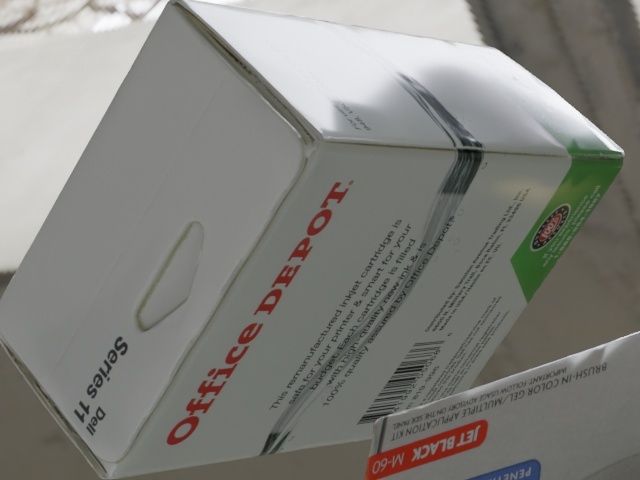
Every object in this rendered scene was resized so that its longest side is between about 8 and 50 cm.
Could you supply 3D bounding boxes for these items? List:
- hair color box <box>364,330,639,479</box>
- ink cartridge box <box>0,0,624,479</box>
[{"bbox_3d":[0.048,0.104,0.336,0.093,0.167,0.053,-24,-48,36],"label":"hair color box"},{"bbox_3d":[0.000,0.000,0.652,0.087,0.208,0.153,45,-65,28],"label":"ink cartridge box"}]
